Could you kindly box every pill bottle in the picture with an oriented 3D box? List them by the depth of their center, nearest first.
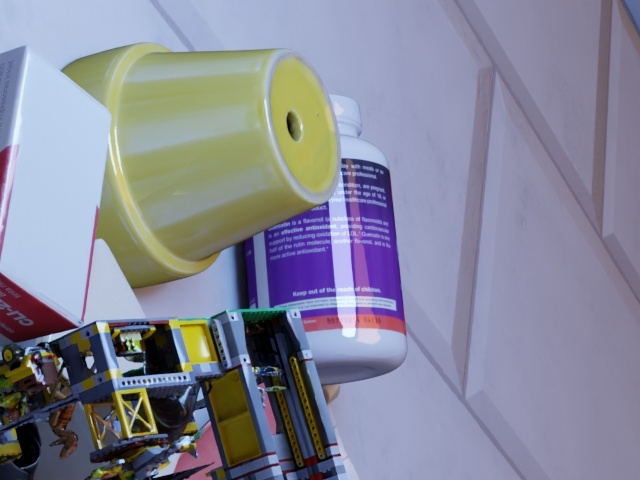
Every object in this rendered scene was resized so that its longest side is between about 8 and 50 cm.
[{"bbox_3d":[0.000,0.000,2.188,0.181,0.182,0.323,21,61,-60],"label":"pill bottle"}]

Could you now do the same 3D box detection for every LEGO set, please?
[{"bbox_3d":[-0.135,0.178,1.488,0.331,0.255,0.192,7,64,-61],"label":"LEGO set"}]

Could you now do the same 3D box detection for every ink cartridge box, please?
[{"bbox_3d":[-0.313,-0.014,1.458,0.114,0.273,0.197,40,44,-46],"label":"ink cartridge box"}]

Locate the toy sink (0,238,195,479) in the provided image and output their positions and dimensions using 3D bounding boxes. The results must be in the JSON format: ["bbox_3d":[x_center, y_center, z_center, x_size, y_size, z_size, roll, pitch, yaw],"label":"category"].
[{"bbox_3d":[-0.234,0.136,1.715,0.152,0.131,0.234,-71,146,-47],"label":"toy sink"}]

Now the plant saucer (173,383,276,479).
[{"bbox_3d":[-0.076,0.291,1.998,0.258,0.048,0.259,-45,120,-40],"label":"plant saucer"}]

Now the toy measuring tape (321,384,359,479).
[{"bbox_3d":[0.088,0.325,2.306,0.121,0.121,0.330,-32,108,-63],"label":"toy measuring tape"}]

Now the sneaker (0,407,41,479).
[{"bbox_3d":[-0.272,0.226,1.609,0.222,0.118,0.083,58,32,-35],"label":"sneaker"}]

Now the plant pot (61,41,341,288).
[{"bbox_3d":[-0.120,-0.094,1.922,0.254,0.239,0.254,36,47,-53],"label":"plant pot"}]
